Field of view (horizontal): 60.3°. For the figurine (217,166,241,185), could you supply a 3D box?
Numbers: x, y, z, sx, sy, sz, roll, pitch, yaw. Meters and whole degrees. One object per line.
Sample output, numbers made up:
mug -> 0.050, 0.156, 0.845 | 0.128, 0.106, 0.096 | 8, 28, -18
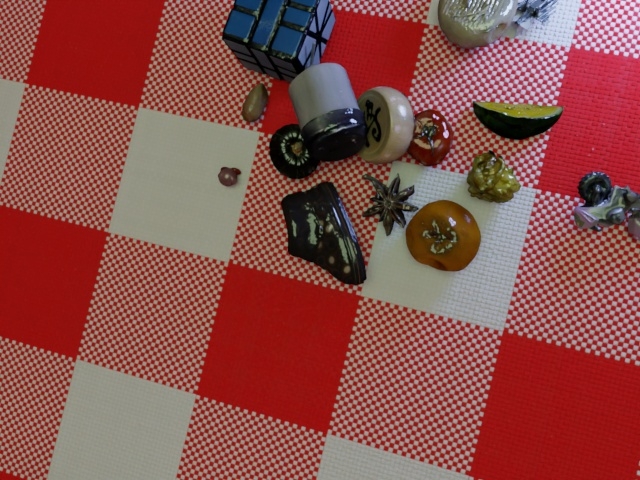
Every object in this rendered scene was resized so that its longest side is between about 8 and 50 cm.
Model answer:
figurine -> -0.342, -0.234, 2.022 | 0.083, 0.067, 0.071 | 2, 67, 25

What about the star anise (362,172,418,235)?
star anise -> 0.237, -0.139, 1.911 | 0.209, 0.089, 0.231 | -18, 78, 23

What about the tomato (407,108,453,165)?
tomato -> 0.369, -0.346, 1.870 | 0.187, 0.151, 0.187 | -3, 78, 14

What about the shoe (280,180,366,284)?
shoe -> 0.000, 0.000, 1.899 | 0.237, 0.171, 0.383 | -22, 82, 1

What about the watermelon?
watermelon -> 0.669, -0.419, 1.859 | 0.301, 0.123, 0.129 | 5, 66, 7

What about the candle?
candle -> 0.017, -0.451, 1.834 | 0.221, 0.221, 0.342 | -19, 74, 8

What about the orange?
orange -> 0.409, -0.018, 1.830 | 0.249, 0.183, 0.248 | 0, 89, 10

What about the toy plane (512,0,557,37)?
toy plane -> 0.743, -0.795, 1.873 | 0.234, 0.082, 0.160 | -42, 55, 5

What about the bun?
bun -> 0.526, -0.773, 1.866 | 0.273, 0.168, 0.272 | -4, 75, 15

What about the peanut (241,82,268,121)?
peanut -> -0.238, -0.504, 2.016 | 0.076, 0.076, 0.152 | 23, 87, 10

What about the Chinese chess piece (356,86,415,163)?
Chinese chess piece -> 0.203, -0.386, 1.854 | 0.104, 0.257, 0.257 | -6, 85, -31

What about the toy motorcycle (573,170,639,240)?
toy motorcycle -> 0.955, -0.081, 1.777 | 0.327, 0.143, 0.188 | 28, 100, -5

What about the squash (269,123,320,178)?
squash -> -0.090, -0.314, 1.944 | 0.193, 0.156, 0.193 | -1, 113, -1

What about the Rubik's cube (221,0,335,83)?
Rubik's cube -> -0.134, -0.732, 1.906 | 0.284, 0.293, 0.288 | 21, 92, 12

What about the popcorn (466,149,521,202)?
popcorn -> 0.567, -0.197, 1.808 | 0.168, 0.195, 0.173 | 37, 88, 17
